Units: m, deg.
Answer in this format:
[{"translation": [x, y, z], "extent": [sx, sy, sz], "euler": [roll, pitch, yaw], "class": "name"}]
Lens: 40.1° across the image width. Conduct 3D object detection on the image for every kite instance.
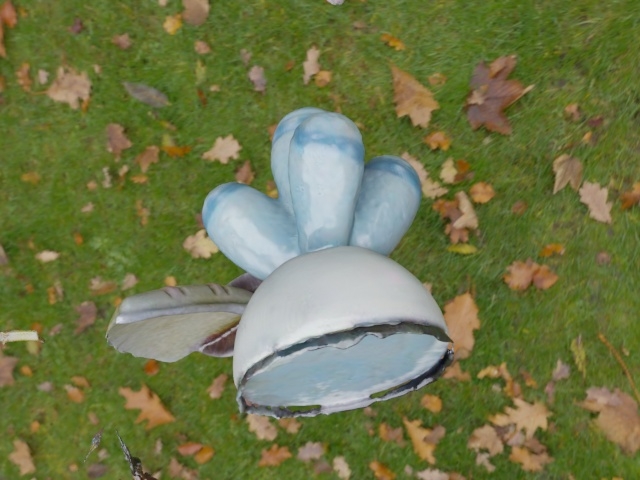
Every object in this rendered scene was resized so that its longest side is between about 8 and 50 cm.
[{"translation": [-0.379, 0.341, 1.445], "extent": [0.002, 0.044, 0.078], "euler": [31, 108, -25], "class": "kite"}]

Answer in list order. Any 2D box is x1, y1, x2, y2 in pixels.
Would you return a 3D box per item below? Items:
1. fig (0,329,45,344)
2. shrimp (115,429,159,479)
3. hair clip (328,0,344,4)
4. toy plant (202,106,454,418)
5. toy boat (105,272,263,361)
[{"translation": [-0.481, 0.150, 1.115], "extent": [0.257, 0.159, 0.159], "euler": [-12, 101, -4], "class": "fig"}, {"translation": [-0.355, 0.523, 1.724], "extent": [0.145, 0.116, 0.343], "euler": [-10, 119, 4], "class": "shrimp"}, {"translation": [-0.080, -0.275, 0.699], "extent": [0.075, 0.257, 0.146], "euler": [-60, 35, 5], "class": "hair clip"}, {"translation": [0.000, 0.000, 0.944], "extent": [0.247, 0.247, 0.332], "euler": [-26, 59, 26], "class": "toy plant"}, {"translation": [-0.182, 0.116, 1.291], "extent": [0.276, 0.293, 0.111], "euler": [131, 130, -56], "class": "toy boat"}]
